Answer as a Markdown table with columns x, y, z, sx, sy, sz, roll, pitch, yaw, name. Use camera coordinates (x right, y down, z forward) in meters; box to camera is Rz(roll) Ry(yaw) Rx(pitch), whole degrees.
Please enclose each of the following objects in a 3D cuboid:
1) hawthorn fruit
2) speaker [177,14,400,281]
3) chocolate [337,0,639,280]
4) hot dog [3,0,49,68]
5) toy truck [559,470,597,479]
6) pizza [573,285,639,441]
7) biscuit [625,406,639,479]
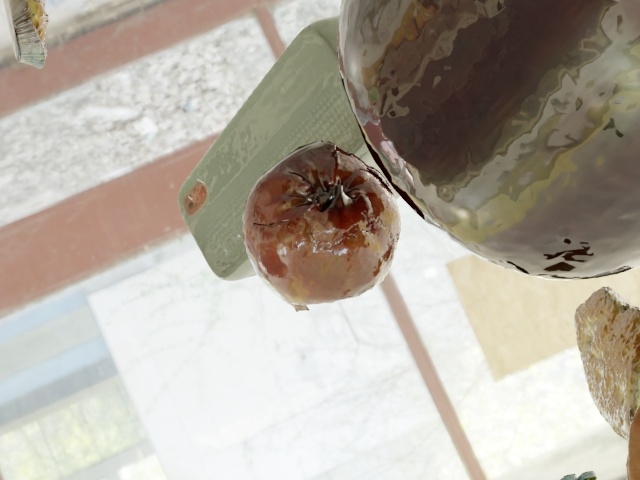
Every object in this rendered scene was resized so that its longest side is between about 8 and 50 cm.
| x | y | z | sx | sy | sz | roll | pitch | yaw | name |
| --- | --- | --- | --- | --- | --- | --- | --- | --- | --- |
| 0.000 | 0.000 | 0.838 | 0.148 | 0.148 | 0.172 | -23 | 153 | -18 | hawthorn fruit |
| -0.005 | -0.107 | 1.117 | 0.184 | 0.183 | 0.406 | -20 | 165 | -42 | speaker |
| 0.180 | -0.136 | 0.599 | 0.384 | 0.383 | 0.331 | -20 | 151 | -51 | chocolate |
| -0.394 | -0.314 | 1.227 | 0.059 | 0.191 | 0.108 | -8 | 147 | -16 | hot dog |
| 0.356 | 0.414 | 1.389 | 0.169 | 0.077 | 0.100 | -7 | 140 | -14 | toy truck |
| 0.320 | 0.128 | 0.967 | 0.056 | 0.134 | 0.271 | 9 | -168 | -1 | pizza |
| 0.174 | 0.157 | 0.420 | 0.186 | 0.192 | 0.036 | 6 | 172 | 33 | biscuit |
